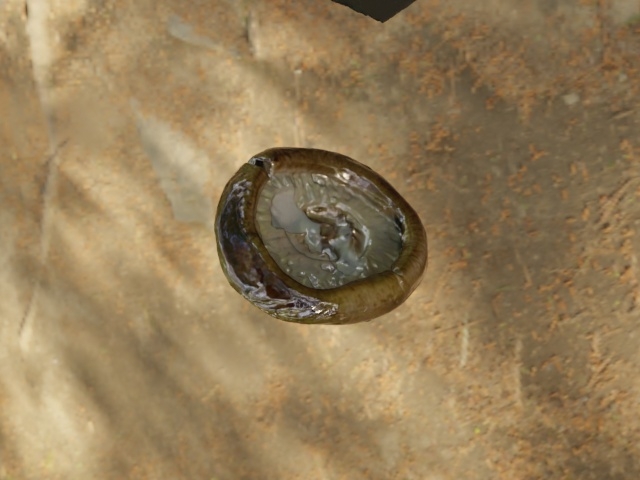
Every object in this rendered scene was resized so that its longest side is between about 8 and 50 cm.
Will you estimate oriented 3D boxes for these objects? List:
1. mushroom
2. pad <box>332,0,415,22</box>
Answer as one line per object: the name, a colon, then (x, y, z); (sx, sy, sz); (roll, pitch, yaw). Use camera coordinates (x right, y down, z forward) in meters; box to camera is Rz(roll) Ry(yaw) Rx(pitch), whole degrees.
mushroom: (0.000, 0.000, 0.590); (0.123, 0.123, 0.052); (55, 145, 24)
pad: (0.062, -0.152, 0.321); (0.245, 0.170, 0.006); (-30, 64, 34)
